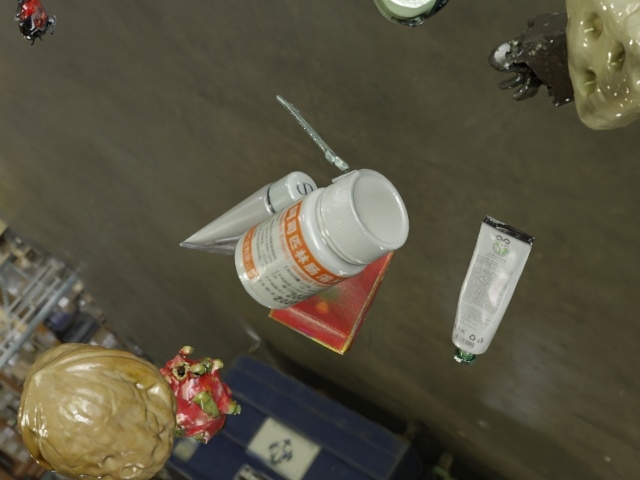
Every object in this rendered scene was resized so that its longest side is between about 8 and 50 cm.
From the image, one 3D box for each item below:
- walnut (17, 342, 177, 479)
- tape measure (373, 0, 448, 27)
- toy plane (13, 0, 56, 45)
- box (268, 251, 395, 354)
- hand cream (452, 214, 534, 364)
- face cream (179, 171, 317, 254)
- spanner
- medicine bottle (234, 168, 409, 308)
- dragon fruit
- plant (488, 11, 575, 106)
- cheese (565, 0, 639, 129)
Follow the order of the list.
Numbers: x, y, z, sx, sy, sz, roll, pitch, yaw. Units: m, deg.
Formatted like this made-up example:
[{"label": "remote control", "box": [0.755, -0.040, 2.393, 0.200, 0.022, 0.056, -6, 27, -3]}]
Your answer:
[{"label": "walnut", "box": [-0.241, 0.183, 0.940, 0.155, 0.155, 0.184, 17, 163, 42]}, {"label": "tape measure", "box": [0.229, -0.616, 2.019, 0.207, 0.235, 0.115, 58, 178, -1]}, {"label": "toy plane", "box": [-0.392, -0.316, 1.196, 0.060, 0.037, 0.145, 53, -161, -40]}, {"label": "box", "box": [0.039, 0.074, 1.984, 0.197, 0.313, 0.089, 26, -176, 10]}, {"label": "hand cream", "box": [0.353, 0.115, 1.871, 0.121, 0.076, 0.336, 29, 120, 30]}, {"label": "face cream", "box": [-0.132, -0.040, 1.711, 0.143, 0.089, 0.314, 9, 154, -42]}, {"label": "spanner", "box": [-0.021, -0.231, 1.847, 0.071, 0.017, 0.302, 30, -164, -42]}, {"label": "medicine bottle", "box": [0.000, 0.000, 1.300, 0.252, 0.144, 0.144, -28, 117, 36]}, {"label": "dragon fruit", "box": [-0.236, 0.286, 1.624, 0.166, 0.160, 0.172, -4, 148, 5]}, {"label": "plant", "box": [0.542, -0.411, 1.994, 0.276, 0.199, 0.188, -2, 131, 42]}, {"label": "cheese", "box": [0.580, -0.393, 1.647, 0.351, 0.129, 0.328, 161, 96, -76]}]
